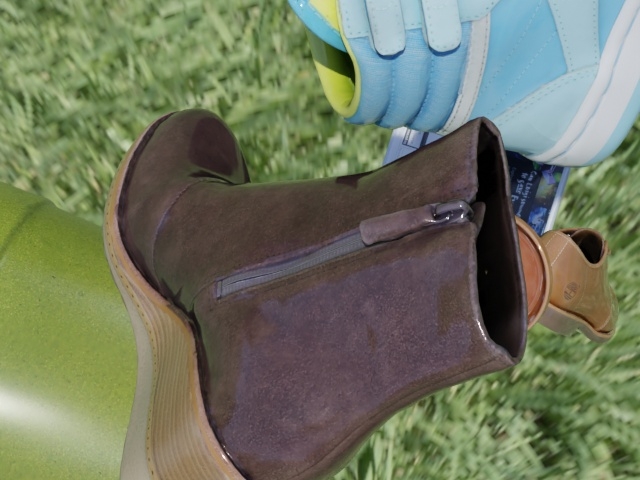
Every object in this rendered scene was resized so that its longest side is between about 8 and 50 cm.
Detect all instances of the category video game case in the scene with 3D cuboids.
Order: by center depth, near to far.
[{"bbox_3d":[0.138,-0.038,1.794,0.173,0.022,0.190,18,84,3],"label":"video game case"}]

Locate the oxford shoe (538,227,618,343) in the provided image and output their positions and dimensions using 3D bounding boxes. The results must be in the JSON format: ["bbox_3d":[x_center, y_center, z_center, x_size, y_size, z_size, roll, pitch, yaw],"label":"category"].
[{"bbox_3d":[0.195,0.029,1.411,0.076,0.212,0.076,32,96,17],"label":"oxford shoe"}]

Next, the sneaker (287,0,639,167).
[{"bbox_3d":[0.087,-0.178,0.919,0.208,0.127,0.319,2,121,-22],"label":"sneaker"}]

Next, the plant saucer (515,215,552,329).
[{"bbox_3d":[0.104,0.020,1.151,0.083,0.013,0.083,8,105,30],"label":"plant saucer"}]

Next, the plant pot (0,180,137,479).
[{"bbox_3d":[-0.172,0.159,1.558,0.353,0.366,0.366,16,81,5],"label":"plant pot"}]

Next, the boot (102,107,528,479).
[{"bbox_3d":[0.000,0.000,0.837,0.207,0.090,0.248,-31,41,29],"label":"boot"}]
